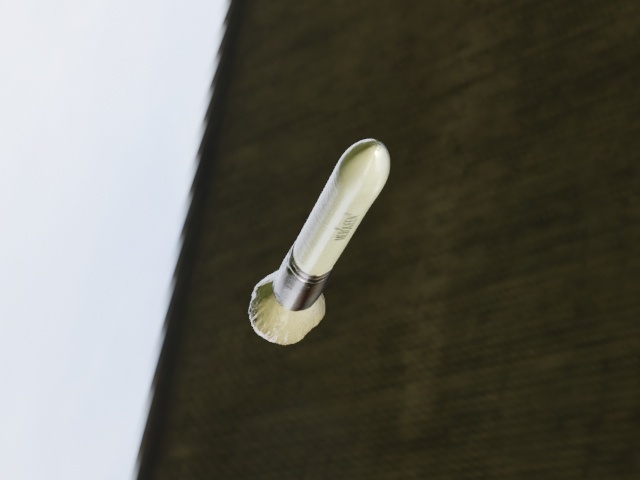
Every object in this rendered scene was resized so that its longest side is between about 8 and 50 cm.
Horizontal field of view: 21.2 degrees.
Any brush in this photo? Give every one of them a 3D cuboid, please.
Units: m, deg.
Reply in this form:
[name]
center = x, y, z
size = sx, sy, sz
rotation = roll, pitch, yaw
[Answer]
[brush]
center = 0.000, 0.000, 0.824
size = 0.042, 0.039, 0.299
rotation = -38, 172, -18
